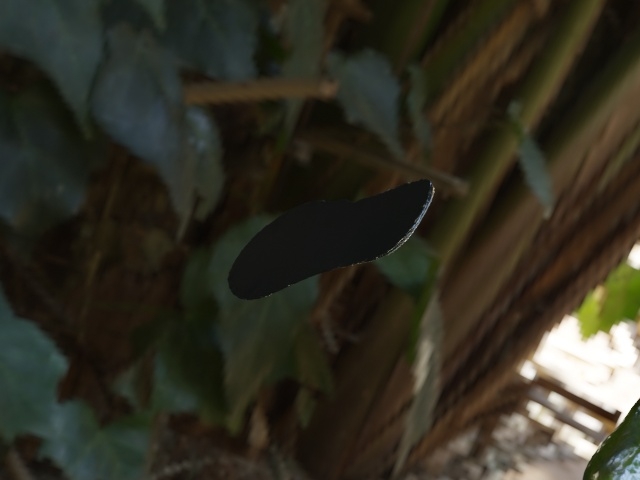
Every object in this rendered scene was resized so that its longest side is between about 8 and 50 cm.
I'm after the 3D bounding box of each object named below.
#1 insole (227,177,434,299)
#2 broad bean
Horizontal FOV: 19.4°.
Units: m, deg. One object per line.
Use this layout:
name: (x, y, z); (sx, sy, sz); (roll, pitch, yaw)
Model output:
insole: (0.000, 0.000, 1.596); (0.007, 0.322, 0.109); (38, 65, -21)
broad bean: (0.349, 0.196, 1.968); (0.075, 0.067, 0.325); (25, 62, 34)
